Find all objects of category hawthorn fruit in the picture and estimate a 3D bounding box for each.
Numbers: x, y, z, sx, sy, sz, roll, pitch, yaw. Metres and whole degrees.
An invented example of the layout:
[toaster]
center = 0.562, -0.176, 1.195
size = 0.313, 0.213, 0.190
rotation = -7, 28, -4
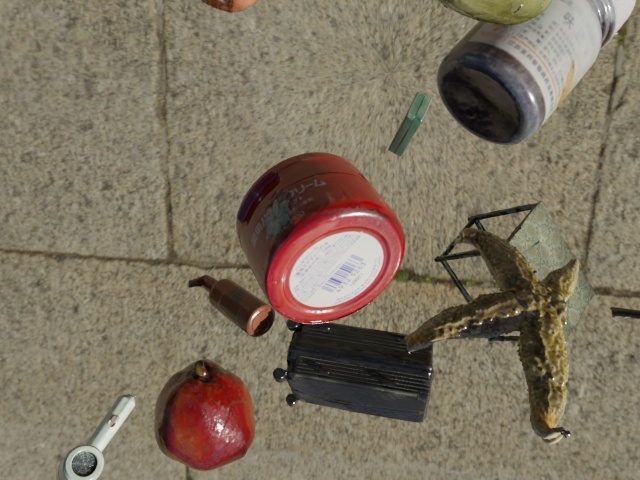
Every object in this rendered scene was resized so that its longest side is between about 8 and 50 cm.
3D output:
[hawthorn fruit]
center = -0.309, 0.440, 1.568
size = 0.265, 0.265, 0.308
rotation = 0, 123, 7

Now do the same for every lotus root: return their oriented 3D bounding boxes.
[lotus root]
center = 0.182, -0.258, 0.600
size = 0.090, 0.182, 0.077
rotation = 1, 95, 46

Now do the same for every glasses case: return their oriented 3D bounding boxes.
[glasses case]
center = 0.213, -0.277, 1.451
size = 0.039, 0.184, 0.078
rotation = 26, 70, 1

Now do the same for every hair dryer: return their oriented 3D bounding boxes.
[hair dryer]
center = -0.279, 0.252, 0.770
size = 0.047, 0.137, 0.082
rotation = 37, 140, -7

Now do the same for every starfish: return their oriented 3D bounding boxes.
[starfish]
center = 0.346, 0.147, 1.163
size = 0.323, 0.432, 0.083
rotation = 15, 146, 21

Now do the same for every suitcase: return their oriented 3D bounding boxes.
[suitcase]
center = 0.084, 0.300, 1.352
size = 0.334, 0.230, 0.152
rotation = 8, 62, 11

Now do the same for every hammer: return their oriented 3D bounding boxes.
[hammer]
center = 0.781, 0.167, 1.281
size = 0.297, 0.125, 0.027
rotation = 1, 125, 22

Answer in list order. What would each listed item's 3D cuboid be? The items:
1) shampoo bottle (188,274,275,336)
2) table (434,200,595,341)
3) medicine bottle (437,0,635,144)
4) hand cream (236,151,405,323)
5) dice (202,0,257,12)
[shampoo bottle]
center = -0.210, 0.141, 1.415
size = 0.244, 0.085, 0.086
rotation = 26, 111, 39
[table]
center = 0.560, 0.100, 1.747
size = 0.335, 0.222, 0.272
rotation = 55, 148, -15
[medicine bottle]
center = 0.305, -0.279, 0.849
size = 0.165, 0.165, 0.273
rotation = 45, 76, -6
[hand cream]
center = 0.000, 0.000, 0.878
size = 0.230, 0.149, 0.230
rotation = -16, 135, -17
[dice]
center = -0.221, -0.677, 1.450
size = 0.174, 0.174, 0.179
rotation = 25, 153, 23
